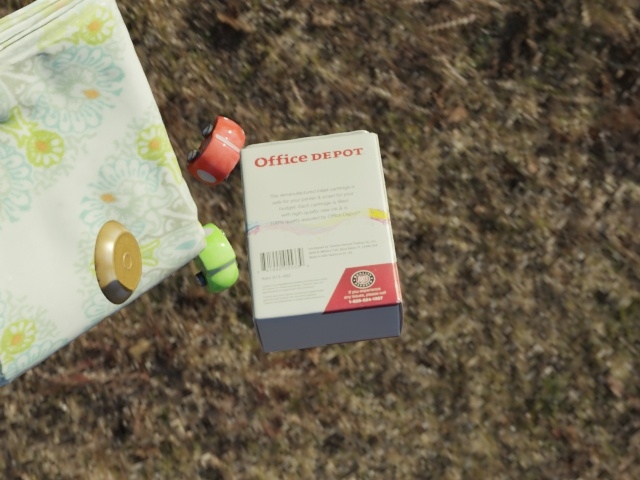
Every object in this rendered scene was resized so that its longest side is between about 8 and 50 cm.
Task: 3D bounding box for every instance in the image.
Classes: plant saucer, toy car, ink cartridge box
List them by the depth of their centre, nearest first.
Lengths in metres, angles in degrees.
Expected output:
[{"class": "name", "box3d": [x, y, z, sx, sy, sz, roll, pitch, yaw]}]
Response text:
[{"class": "ink cartridge box", "box3d": [0.000, 0.000, 1.140, 0.127, 0.175, 0.072, -7, 151, 1]}, {"class": "plant saucer", "box3d": [-0.194, 0.021, 1.255, 0.015, 0.083, 0.083, -5, 125, 20]}, {"class": "toy car", "box3d": [-0.170, -0.031, 1.780, 0.239, 0.053, 0.225, -29, 103, -19]}]

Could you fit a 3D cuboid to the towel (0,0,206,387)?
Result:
[{"class": "towel", "box3d": [-0.304, -0.054, 1.363, 0.320, 0.090, 0.374, -33, 127, -21]}]
